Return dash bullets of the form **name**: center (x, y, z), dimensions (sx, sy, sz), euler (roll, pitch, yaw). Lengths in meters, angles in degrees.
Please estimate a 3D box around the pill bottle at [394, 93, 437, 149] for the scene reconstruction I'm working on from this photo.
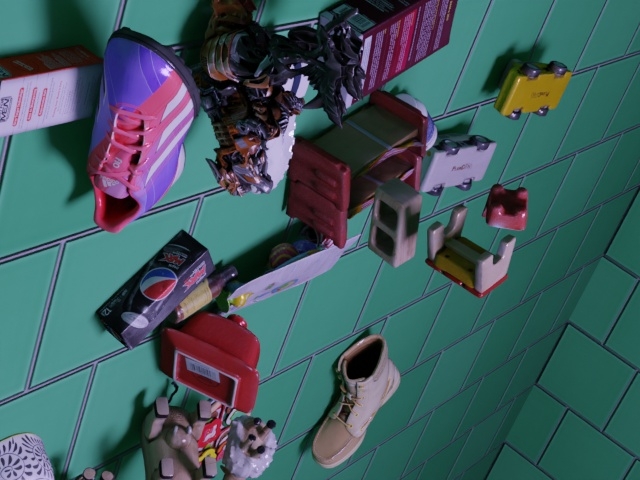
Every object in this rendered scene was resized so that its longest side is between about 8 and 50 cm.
- **pill bottle**: center (0.144, -0.191, 1.997), dimensions (0.067, 0.067, 0.120), euler (-52, 156, -3)

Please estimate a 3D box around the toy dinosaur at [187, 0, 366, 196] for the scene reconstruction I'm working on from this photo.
- **toy dinosaur**: center (-0.069, -0.205, 1.466), dimensions (0.164, 0.218, 0.322), euler (-73, 162, -45)

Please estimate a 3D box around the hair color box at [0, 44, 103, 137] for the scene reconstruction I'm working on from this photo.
- **hair color box**: center (-0.295, -0.156, 1.287), dimensions (0.141, 0.043, 0.072), euler (-22, 141, -51)

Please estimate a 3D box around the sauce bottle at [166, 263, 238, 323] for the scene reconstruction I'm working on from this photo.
- **sauce bottle**: center (-0.175, 0.075, 1.809), dimensions (0.128, 0.042, 0.042), euler (-35, 150, -39)

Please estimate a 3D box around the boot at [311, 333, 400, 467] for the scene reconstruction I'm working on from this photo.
- **boot**: center (0.060, 0.321, 2.485), dimensions (0.262, 0.095, 0.203), euler (-49, 156, -14)

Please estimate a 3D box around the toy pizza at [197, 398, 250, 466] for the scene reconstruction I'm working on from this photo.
- **toy pizza**: center (-0.181, 0.339, 2.155), dimensions (0.201, 0.032, 0.201), euler (-41, 153, -27)

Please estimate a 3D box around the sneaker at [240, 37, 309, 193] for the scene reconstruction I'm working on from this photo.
- **sneaker**: center (-0.087, -0.160, 1.627), dimensions (0.095, 0.090, 0.235), euler (-17, 135, -34)

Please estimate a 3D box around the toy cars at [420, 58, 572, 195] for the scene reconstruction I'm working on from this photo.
- **toy cars**: center (0.296, -0.216, 2.224), dimensions (0.393, 0.087, 0.176), euler (-43, 149, -15)

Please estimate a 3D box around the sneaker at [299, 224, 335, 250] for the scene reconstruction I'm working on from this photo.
- **sneaker**: center (0.000, 0.000, 2.020), dimensions (0.067, 0.042, 0.118), euler (-43, 146, -31)

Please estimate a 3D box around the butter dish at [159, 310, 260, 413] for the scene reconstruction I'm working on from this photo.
- **butter dish**: center (-0.148, 0.162, 1.849), dimensions (0.118, 0.160, 0.160), euler (-61, 172, -31)

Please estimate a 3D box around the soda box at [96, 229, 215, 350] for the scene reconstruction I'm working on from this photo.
- **soda box**: center (-0.224, 0.068, 1.696), dimensions (0.169, 0.053, 0.060), euler (-46, 155, -18)

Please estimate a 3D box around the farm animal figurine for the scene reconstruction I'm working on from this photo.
- **farm animal figurine**: center (-0.248, 0.381, 1.873), dimensions (0.172, 0.330, 0.327), euler (124, -18, -49)

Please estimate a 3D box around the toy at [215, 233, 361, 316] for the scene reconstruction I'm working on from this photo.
- **toy**: center (-0.064, 0.042, 1.929), dimensions (0.237, 0.056, 0.137), euler (-27, 168, -31)

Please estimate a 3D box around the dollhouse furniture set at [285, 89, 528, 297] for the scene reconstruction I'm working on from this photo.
- **dollhouse furniture set**: center (0.146, -0.051, 1.821), dimensions (0.201, 0.374, 0.152), euler (-34, 144, -34)

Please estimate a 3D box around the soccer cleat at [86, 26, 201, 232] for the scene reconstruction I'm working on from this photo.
- **soccer cleat**: center (-0.205, -0.112, 1.356), dimensions (0.116, 0.108, 0.318), euler (-59, 176, -24)

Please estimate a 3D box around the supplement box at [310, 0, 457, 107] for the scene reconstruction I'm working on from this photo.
- **supplement box**: center (0.096, -0.300, 1.761), dimensions (0.239, 0.073, 0.130), euler (-34, 150, -34)

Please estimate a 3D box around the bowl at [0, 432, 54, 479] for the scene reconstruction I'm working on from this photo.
- **bowl**: center (-0.420, 0.354, 1.691), dimensions (0.170, 0.080, 0.170), euler (-41, 154, -25)
